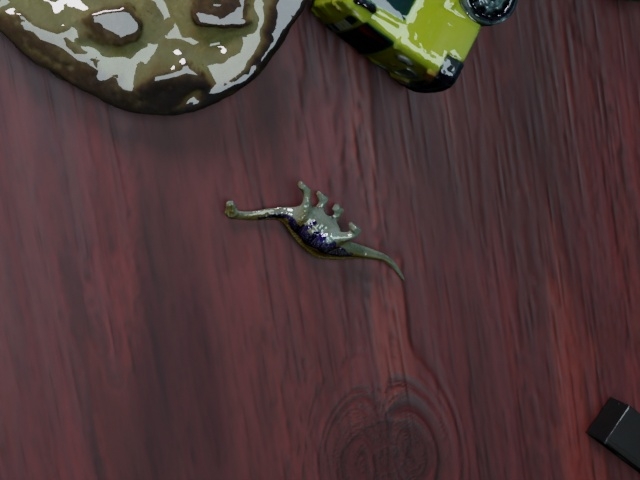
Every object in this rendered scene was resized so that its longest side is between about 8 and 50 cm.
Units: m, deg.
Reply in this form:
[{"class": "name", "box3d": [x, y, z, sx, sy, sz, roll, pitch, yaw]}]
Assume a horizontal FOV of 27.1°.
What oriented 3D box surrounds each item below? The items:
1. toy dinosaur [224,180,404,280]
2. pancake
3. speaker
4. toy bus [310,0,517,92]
[{"class": "toy dinosaur", "box3d": [0.006, -0.013, 1.169, 0.180, 0.037, 0.058, 25, 114, -9]}, {"class": "pancake", "box3d": [-0.146, -0.247, 1.093, 0.294, 0.049, 0.294, -1, 96, -11]}, {"class": "speaker", "box3d": [0.345, 0.224, 1.284, 0.191, 0.040, 0.046, 37, 84, -15]}, {"class": "toy bus", "box3d": [0.102, -0.268, 1.115, 0.150, 0.128, 0.262, 28, 88, -16]}]
